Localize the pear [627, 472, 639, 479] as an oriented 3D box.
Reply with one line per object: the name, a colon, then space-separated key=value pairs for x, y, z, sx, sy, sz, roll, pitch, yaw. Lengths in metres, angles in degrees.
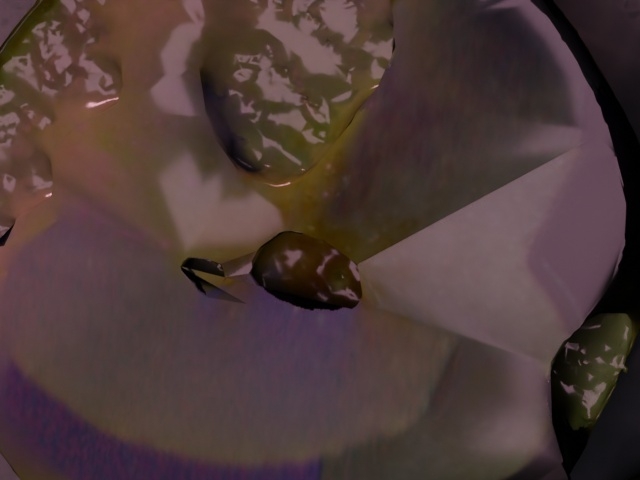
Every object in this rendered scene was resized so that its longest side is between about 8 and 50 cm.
pear: x=0.287 y=0.228 z=1.009 sx=0.238 sy=0.164 sz=0.255 roll=-27 pitch=98 yaw=11

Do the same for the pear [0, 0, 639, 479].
pear: x=-0.002 y=-0.003 z=1.040 sx=0.399 sy=0.165 sz=0.399 roll=4 pitch=103 yaw=17
